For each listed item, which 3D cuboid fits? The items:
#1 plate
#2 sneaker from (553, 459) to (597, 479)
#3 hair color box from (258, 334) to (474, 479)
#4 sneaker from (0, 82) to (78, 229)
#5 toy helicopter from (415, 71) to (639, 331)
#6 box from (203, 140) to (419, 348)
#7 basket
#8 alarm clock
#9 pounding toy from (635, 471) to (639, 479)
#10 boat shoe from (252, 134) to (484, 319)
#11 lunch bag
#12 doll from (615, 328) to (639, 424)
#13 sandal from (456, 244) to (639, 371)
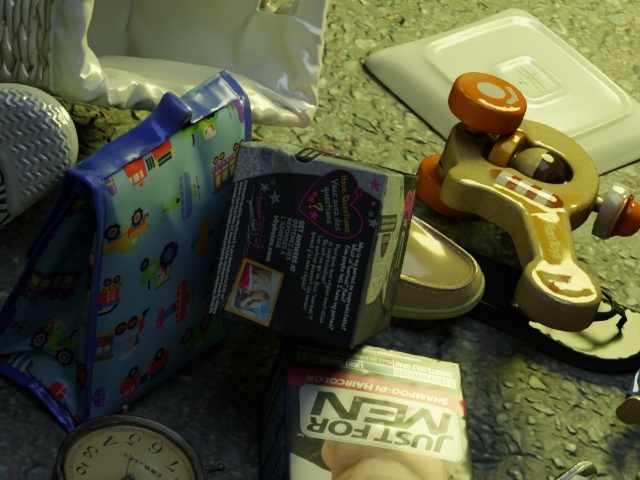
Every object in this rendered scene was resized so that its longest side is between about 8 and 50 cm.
[{"bbox_3d":[0.236,-0.173,2.328,0.278,0.045,0.277,-22,56,-39],"label":"plate"},{"bbox_3d":[0.225,0.242,1.856,0.109,0.040,0.044,-32,78,-40],"label":"sneaker"},{"bbox_3d":[0.042,0.246,1.713,0.174,0.105,0.347,10,41,-12],"label":"hair color box"},{"bbox_3d":[-0.329,-0.077,1.782,0.210,0.366,0.137,-38,108,-56],"label":"sneaker"},{"bbox_3d":[0.238,-0.018,2.048,0.235,0.140,0.355,14,32,-13],"label":"toy helicopter"},{"bbox_3d":[0.000,0.000,1.830,0.142,0.163,0.247,12,3,8],"label":"box"},{"bbox_3d":[-0.187,-0.284,1.905,0.266,0.328,0.331,6,2,40],"label":"basket"},{"bbox_3d":[-0.174,0.222,1.678,0.129,0.064,0.192,31,38,12],"label":"alarm clock"},{"bbox_3d":[0.317,0.248,1.826,0.141,0.130,0.100,-26,70,-42],"label":"pounding toy"},{"bbox_3d":[0.026,-0.017,1.995,0.302,0.098,0.109,25,47,11],"label":"boat shoe"},{"bbox_3d":[-0.158,-0.006,1.765,0.138,0.293,0.221,36,41,17],"label":"lunch bag"},{"bbox_3d":[0.367,0.135,2.014,0.129,0.046,0.189,45,47,-3],"label":"doll"},{"bbox_3d":[0.231,0.065,2.042,0.254,0.054,0.097,19,39,-3],"label":"sandal"}]
